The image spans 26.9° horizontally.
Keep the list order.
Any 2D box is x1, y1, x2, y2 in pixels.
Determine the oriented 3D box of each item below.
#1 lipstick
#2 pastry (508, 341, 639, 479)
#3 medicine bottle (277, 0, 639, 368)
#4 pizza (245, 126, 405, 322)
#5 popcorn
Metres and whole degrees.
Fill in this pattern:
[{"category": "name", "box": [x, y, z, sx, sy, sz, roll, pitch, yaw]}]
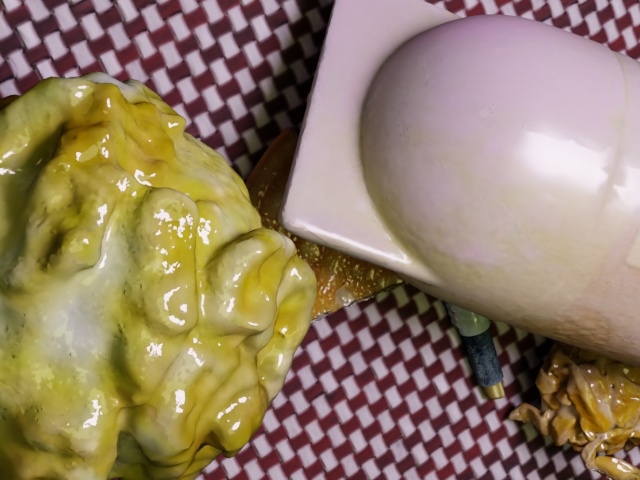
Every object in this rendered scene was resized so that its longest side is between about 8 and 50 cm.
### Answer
[{"category": "lipstick", "box": [0.143, 0.097, 1.192, 0.037, 0.037, 0.116, -27, 113, -20]}, {"category": "pastry", "box": [0.302, 0.139, 1.237, 0.250, 0.102, 0.154, -18, 103, -24]}, {"category": "medicine bottle", "box": [0.177, -0.047, 1.063, 0.406, 0.236, 0.235, 19, 89, -15]}, {"category": "pizza", "box": [0.000, 0.000, 1.106, 0.176, 0.036, 0.184, 1, 95, -28]}, {"category": "popcorn", "box": [-0.164, 0.054, 0.892, 0.312, 0.312, 0.312, -4, 100, -25]}]
